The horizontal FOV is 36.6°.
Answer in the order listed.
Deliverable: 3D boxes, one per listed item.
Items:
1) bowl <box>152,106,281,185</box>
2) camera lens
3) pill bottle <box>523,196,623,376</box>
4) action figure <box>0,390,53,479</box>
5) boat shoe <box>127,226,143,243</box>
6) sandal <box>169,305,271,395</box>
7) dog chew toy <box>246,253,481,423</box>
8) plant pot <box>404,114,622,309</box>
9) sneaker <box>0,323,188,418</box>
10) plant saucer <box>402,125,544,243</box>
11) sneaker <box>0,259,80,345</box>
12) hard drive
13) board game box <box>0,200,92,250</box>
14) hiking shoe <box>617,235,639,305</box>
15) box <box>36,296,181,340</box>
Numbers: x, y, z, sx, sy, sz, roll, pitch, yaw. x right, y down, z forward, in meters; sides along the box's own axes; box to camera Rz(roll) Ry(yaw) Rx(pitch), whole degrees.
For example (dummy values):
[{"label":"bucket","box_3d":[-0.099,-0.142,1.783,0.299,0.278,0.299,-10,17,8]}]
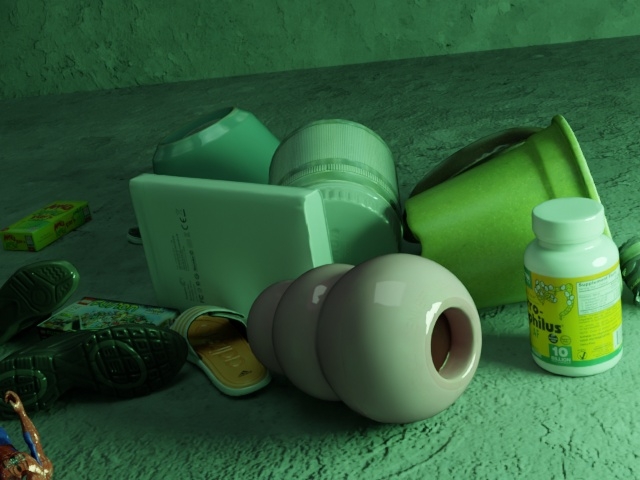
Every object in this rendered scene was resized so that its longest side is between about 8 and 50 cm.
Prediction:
[{"label":"bowl","box_3d":[-0.219,-0.163,1.977,0.312,0.163,0.311,-24,18,8]},{"label":"camera lens","box_3d":[0.021,-0.054,1.570,0.220,0.219,0.274,-7,33,5]},{"label":"pill bottle","box_3d":[0.320,0.057,1.229,0.118,0.208,0.117,-8,21,3]},{"label":"action figure","box_3d":[-0.418,0.233,1.198,0.091,0.139,0.280,-27,30,-35]},{"label":"boat shoe","box_3d":[-0.328,-0.018,1.917,0.142,0.040,0.049,5,26,32]},{"label":"sandal","box_3d":[-0.144,0.138,1.397,0.102,0.076,0.265,-19,23,-24]},{"label":"dog chew toy","box_3d":[0.036,0.117,1.228,0.332,0.206,0.207,1,22,45]},{"label":"plant pot","box_3d":[0.267,-0.013,1.405,0.254,0.276,0.276,-17,20,9]},{"label":"sneaker","box_3d":[-0.331,0.165,1.378,0.287,0.109,0.130,-8,15,-2]},{"label":"plant saucer","box_3d":[0.262,-0.097,1.590,0.311,0.050,0.310,-23,-20,-9]},{"label":"sneaker","box_3d":[-0.462,0.087,1.565,0.228,0.087,0.130,-37,6,23]},{"label":"hard drive","box_3d":[-0.133,0.022,1.469,0.353,0.232,0.047,8,27,37]},{"label":"board game box","box_3d":[-0.582,-0.033,2.058,0.092,0.043,0.181,2,24,27]},{"label":"hiking shoe","box_3d":[0.519,0.060,1.340,0.227,0.086,0.114,2,55,-10]},{"label":"box","box_3d":[-0.334,0.137,1.531,0.207,0.036,0.114,4,25,31]}]
